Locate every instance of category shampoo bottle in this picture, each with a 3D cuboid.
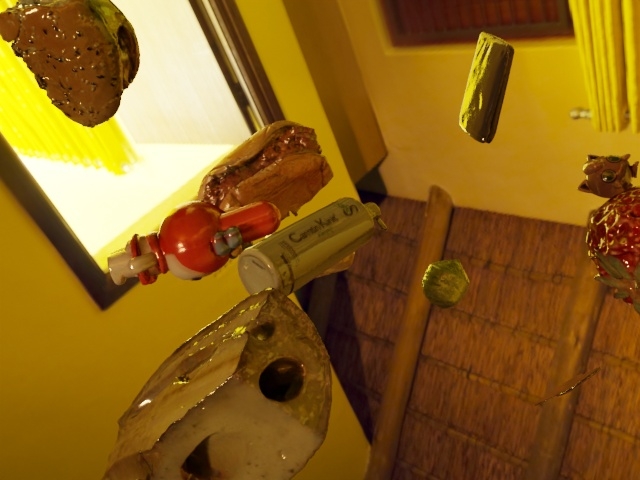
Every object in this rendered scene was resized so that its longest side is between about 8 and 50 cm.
[{"bbox_3d":[0.000,0.000,0.885,0.085,0.085,0.262,11,-149,41],"label":"shampoo bottle"}]

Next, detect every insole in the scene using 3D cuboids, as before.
[{"bbox_3d":[0.359,0.217,0.884,0.086,0.253,0.005,-35,-111,-1],"label":"insole"}]

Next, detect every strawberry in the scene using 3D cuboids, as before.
[{"bbox_3d":[0.787,-0.009,1.329,0.345,0.317,0.295,-42,177,-9],"label":"strawberry"}]

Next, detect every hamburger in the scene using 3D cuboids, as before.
[{"bbox_3d":[-0.104,-0.139,1.249,0.155,0.282,0.245,44,-65,29],"label":"hamburger"},{"bbox_3d":[-0.428,-0.346,1.088,0.193,0.288,0.167,-5,-133,21],"label":"hamburger"}]

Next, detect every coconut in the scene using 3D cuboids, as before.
[{"bbox_3d":[0.234,0.078,1.118,0.088,0.088,0.096,27,-92,50],"label":"coconut"}]

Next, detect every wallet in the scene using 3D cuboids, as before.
[{"bbox_3d":[0.407,-0.376,1.484,0.052,0.245,0.168,-1,-149,-13],"label":"wallet"}]

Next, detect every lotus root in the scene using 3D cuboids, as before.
[{"bbox_3d":[-0.118,0.211,0.716,0.314,0.142,0.210,-37,-155,29],"label":"lotus root"}]

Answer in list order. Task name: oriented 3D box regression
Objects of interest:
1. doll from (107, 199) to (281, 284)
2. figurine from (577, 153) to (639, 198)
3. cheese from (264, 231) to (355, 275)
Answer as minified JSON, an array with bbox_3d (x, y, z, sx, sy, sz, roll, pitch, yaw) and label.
[{"bbox_3d":[-0.207,-0.002,1.010,0.291,0.129,0.161,-19,-170,-5],"label":"doll"},{"bbox_3d":[0.770,-0.174,1.605,0.138,0.125,0.125,16,-131,30],"label":"figurine"},{"bbox_3d":[-0.029,0.031,1.447,0.226,0.117,0.214,-3,176,-15],"label":"cheese"}]
